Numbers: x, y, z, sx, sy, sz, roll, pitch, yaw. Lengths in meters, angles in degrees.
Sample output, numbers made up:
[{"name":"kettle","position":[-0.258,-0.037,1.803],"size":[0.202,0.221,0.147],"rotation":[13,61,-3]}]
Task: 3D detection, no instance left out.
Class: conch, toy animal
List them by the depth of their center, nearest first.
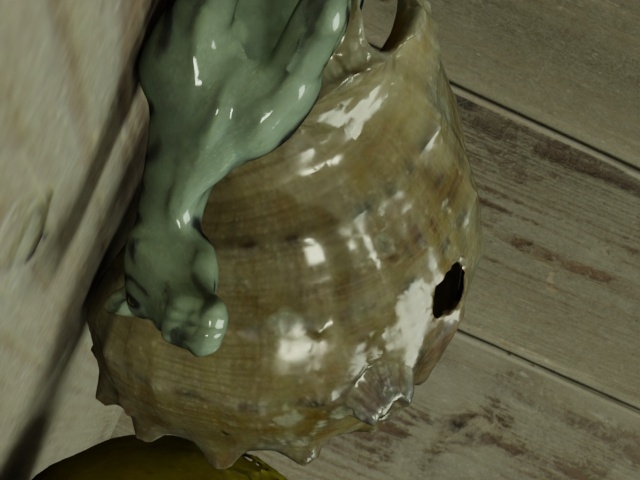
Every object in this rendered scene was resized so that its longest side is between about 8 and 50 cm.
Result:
[{"name":"toy animal","position":[-0.024,-0.087,0.417],"size":[0.255,0.090,0.170],"rotation":[-65,-171,-15]},{"name":"conch","position":[0.007,0.009,0.628],"size":[0.263,0.186,0.324],"rotation":[-40,174,-48]}]

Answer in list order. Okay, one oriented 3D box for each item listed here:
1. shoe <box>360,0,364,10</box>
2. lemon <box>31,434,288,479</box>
[{"name":"shoe","position":[-0.022,-0.124,0.689],"size":[0.207,0.091,0.106],"rotation":[114,2,-48]},{"name":"lemon","position":[-0.109,0.255,0.677],"size":[0.258,0.258,0.310],"rotation":[-68,-169,-25]}]
